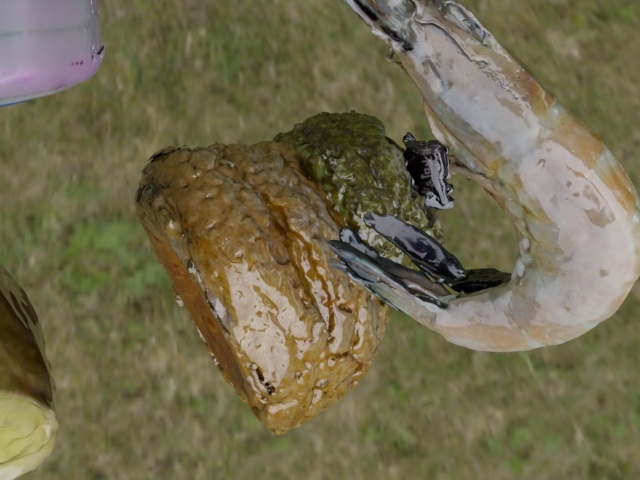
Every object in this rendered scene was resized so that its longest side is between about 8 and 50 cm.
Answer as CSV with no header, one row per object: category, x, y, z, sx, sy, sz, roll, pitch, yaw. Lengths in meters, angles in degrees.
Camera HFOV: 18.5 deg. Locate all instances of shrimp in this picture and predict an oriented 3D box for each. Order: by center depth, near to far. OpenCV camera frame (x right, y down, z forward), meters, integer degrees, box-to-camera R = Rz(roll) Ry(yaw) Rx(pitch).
shrimp,0.052,-0.041,0.911,0.152,0.046,0.219,-32,99,41

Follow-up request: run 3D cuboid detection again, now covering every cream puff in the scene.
cream puff,0.000,0.000,1.138,0.169,0.183,0.183,-29,117,-10

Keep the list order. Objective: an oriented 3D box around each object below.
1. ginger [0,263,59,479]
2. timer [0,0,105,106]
ginger,-0.223,0.015,0.927,0.130,0.276,0.221,-28,76,-3
timer,-0.189,-0.075,0.688,0.191,0.208,0.069,-12,103,-37
